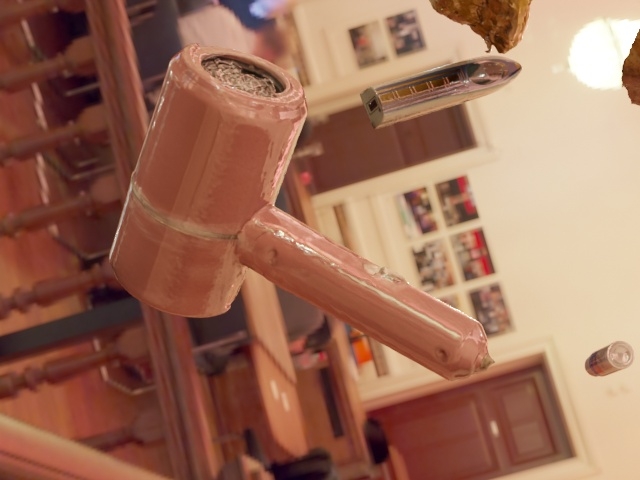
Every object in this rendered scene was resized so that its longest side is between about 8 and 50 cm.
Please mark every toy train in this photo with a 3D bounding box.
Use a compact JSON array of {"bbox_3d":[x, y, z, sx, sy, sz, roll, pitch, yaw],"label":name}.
[{"bbox_3d":[0.172,-0.208,1.524,0.055,0.251,0.048,65,-25,11],"label":"toy train"}]

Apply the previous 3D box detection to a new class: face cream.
[{"bbox_3d":[0.342,0.145,1.388,0.130,0.034,0.034,94,-19,-78],"label":"face cream"}]

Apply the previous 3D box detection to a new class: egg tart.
[{"bbox_3d":[0.190,-0.374,1.452,0.294,0.123,0.294,177,-90,-88],"label":"egg tart"}]

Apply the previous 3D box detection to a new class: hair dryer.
[{"bbox_3d":[0.000,0.000,0.977,0.125,0.352,0.210,-39,155,-60],"label":"hair dryer"}]

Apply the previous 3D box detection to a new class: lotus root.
[{"bbox_3d":[0.494,-0.246,1.642,0.095,0.135,0.159,-35,128,-40],"label":"lotus root"}]
